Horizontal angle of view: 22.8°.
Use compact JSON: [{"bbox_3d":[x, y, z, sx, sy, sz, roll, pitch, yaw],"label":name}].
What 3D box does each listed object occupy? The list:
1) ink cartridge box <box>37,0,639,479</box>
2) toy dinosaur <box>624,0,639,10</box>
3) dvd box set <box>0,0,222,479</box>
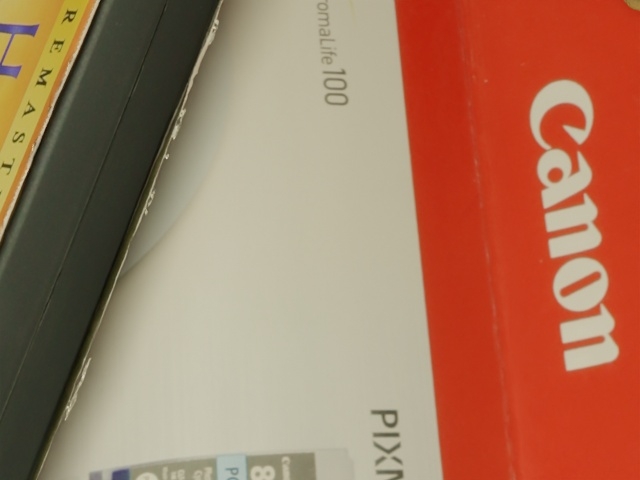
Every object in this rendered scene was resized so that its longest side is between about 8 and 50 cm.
[{"bbox_3d":[0.000,0.000,0.657,0.385,0.091,0.308,-14,65,22],"label":"ink cartridge box"},{"bbox_3d":[0.185,-0.070,0.612,0.092,0.053,0.183,-41,59,7],"label":"toy dinosaur"},{"bbox_3d":[-0.240,-0.045,0.706,0.420,0.062,0.307,9,75,40],"label":"dvd box set"}]
